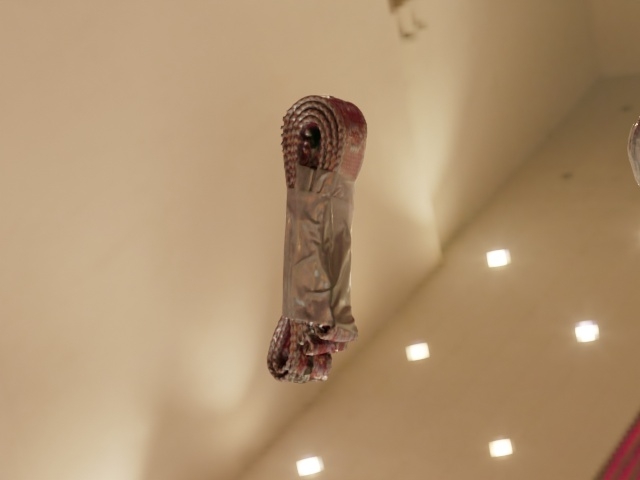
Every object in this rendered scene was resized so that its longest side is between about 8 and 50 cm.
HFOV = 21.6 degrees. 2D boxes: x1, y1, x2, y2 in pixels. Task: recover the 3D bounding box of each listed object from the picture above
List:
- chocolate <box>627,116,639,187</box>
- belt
[{"bbox_3d":[0.258,-0.026,1.149,0.072,0.167,0.072,-19,-145,14],"label":"chocolate"},{"bbox_3d":[0.000,0.000,1.339,0.071,0.232,0.053,5,-178,37],"label":"belt"}]
